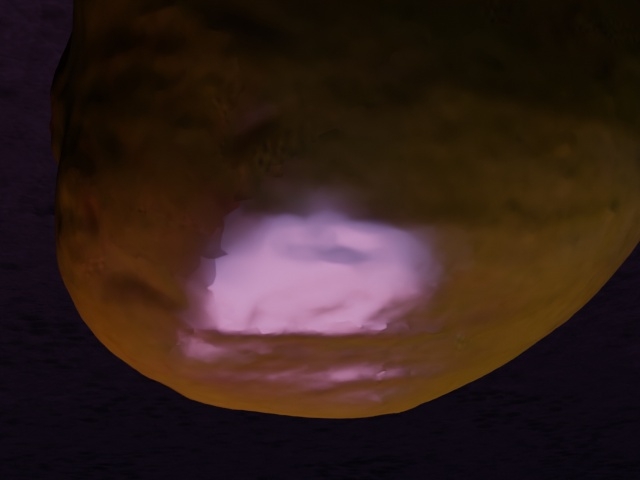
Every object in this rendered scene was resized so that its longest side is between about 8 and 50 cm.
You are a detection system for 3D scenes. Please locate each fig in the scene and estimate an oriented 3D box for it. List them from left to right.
[{"bbox_3d":[0.026,-0.062,0.767,0.343,0.343,0.343,-2,158,-1],"label":"fig"}]
